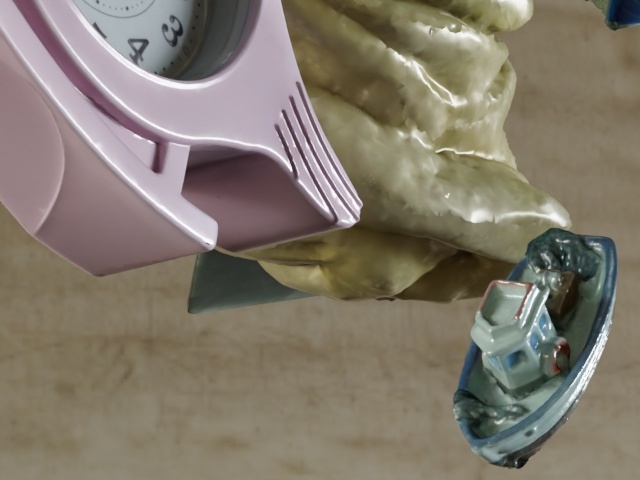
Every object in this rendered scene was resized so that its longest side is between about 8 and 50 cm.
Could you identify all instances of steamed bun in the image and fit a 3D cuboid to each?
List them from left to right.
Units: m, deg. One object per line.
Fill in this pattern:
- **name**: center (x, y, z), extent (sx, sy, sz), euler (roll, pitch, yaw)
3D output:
- **steamed bun**: center (0.020, -0.143, 0.819), extent (0.230, 0.372, 0.324), euler (-27, -22, 37)

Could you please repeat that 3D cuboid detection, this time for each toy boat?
- **toy boat**: center (0.096, 0.041, 0.585), extent (0.059, 0.140, 0.066), euler (3, -44, 35)

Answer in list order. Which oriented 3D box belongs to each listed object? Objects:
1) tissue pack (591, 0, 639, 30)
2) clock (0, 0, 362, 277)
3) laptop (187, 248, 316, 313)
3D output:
- **tissue pack**: center (0.284, -0.313, 0.930), extent (0.198, 0.146, 0.263), euler (-15, -43, -15)
- **clock**: center (-0.072, -0.119, 0.614), extent (0.080, 0.275, 0.290), euler (-10, -54, 34)
- **laptop**: center (0.000, 0.000, 1.328), extent (0.269, 0.015, 0.188), euler (-8, -36, -19)
